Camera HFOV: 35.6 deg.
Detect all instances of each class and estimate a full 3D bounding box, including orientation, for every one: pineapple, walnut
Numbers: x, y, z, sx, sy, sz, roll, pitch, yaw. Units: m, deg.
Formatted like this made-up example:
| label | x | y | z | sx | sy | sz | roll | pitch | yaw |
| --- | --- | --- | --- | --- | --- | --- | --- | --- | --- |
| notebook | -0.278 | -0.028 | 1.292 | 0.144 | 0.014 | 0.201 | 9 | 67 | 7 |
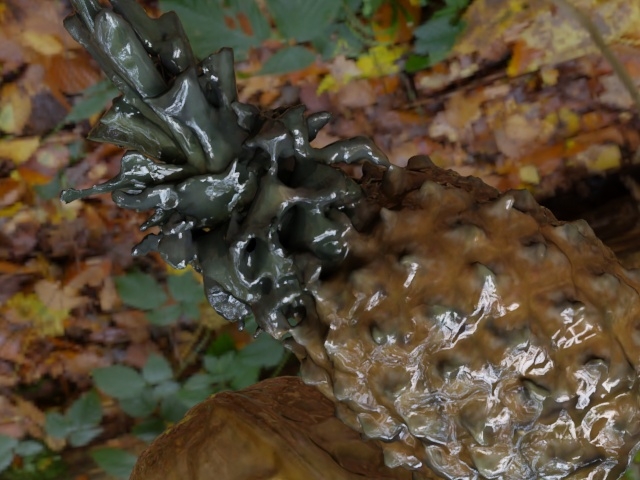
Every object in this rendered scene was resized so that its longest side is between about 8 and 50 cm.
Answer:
| label | x | y | z | sx | sy | sz | roll | pitch | yaw |
| --- | --- | --- | --- | --- | --- | --- | --- | --- | --- |
| pineapple | 0.000 | 0.000 | 0.494 | 0.340 | 0.169 | 0.169 | 34 | 155 | -6 |
| walnut | -0.014 | 0.186 | 0.605 | 0.193 | 0.225 | 0.193 | -25 | 144 | -20 |
